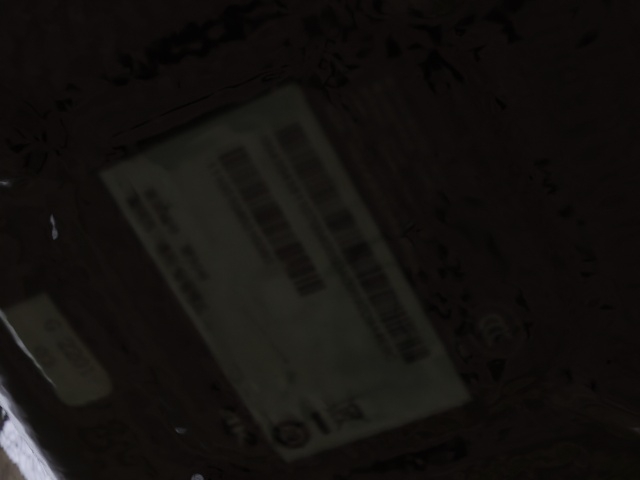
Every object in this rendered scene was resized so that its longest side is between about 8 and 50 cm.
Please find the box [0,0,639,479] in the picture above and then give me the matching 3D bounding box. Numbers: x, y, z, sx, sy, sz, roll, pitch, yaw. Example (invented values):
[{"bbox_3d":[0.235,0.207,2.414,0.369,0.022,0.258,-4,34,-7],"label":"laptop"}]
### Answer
[{"bbox_3d":[0.000,0.000,0.609,0.350,0.091,0.359,-22,-67,17],"label":"box"}]
